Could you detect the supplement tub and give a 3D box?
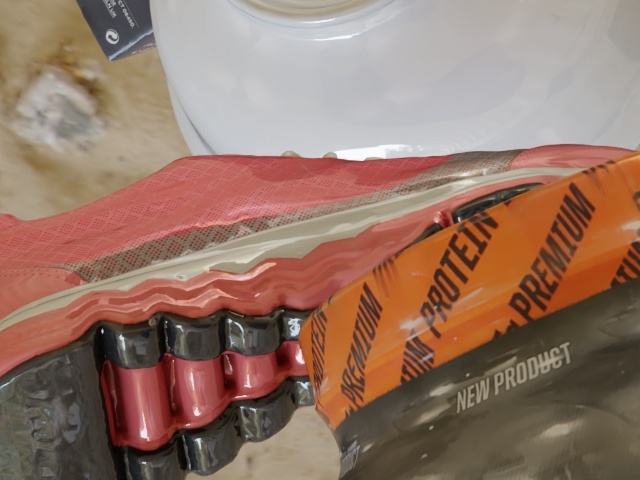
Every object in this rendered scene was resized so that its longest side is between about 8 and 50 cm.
[{"bbox_3d":[0.126,0.152,0.530,0.207,0.207,0.338,-24,77,16],"label":"supplement tub"}]

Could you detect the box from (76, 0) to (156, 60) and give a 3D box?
[{"bbox_3d":[-0.053,-0.325,1.799,0.294,0.296,0.182,-28,90,38],"label":"box"}]

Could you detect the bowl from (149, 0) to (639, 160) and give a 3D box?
[{"bbox_3d":[0.029,-0.146,0.955,0.298,0.134,0.297,-8,69,22],"label":"bowl"}]

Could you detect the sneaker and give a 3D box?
[{"bbox_3d":[0.000,0.000,0.784,0.314,0.116,0.136,-12,41,-14],"label":"sneaker"}]
